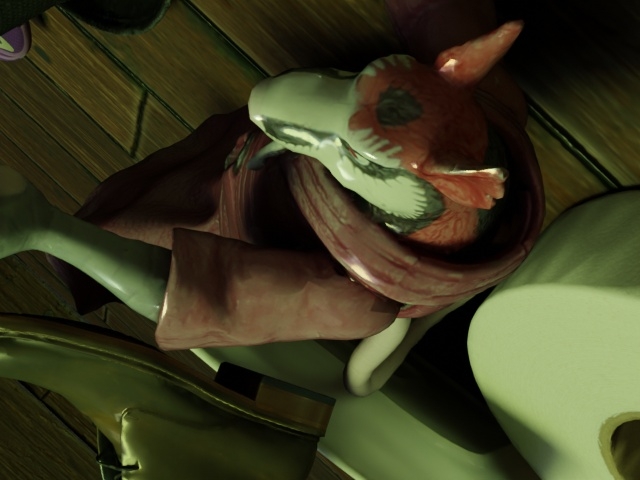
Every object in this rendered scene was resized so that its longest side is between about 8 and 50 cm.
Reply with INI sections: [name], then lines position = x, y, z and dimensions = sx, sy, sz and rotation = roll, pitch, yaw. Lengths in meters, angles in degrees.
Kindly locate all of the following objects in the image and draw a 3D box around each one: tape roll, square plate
[tape roll]
position = 0.250, 0.134, 0.535
dimensions = 0.392, 0.072, 0.392
rotation = 37, 161, 16
[square plate]
position = 0.018, 0.093, 0.798
dimensions = 0.347, 0.049, 0.344
rotation = 36, -174, 19

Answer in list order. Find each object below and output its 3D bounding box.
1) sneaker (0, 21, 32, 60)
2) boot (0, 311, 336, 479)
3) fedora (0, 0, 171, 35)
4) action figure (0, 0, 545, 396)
[sneaker]
position = -0.277, -0.200, 0.866
dimensions = 0.071, 0.068, 0.170
rotation = 50, 166, 24
[boot]
position = -0.100, 0.106, 0.557
dimensions = 0.219, 0.106, 0.082
rotation = 19, 173, -22
[fedora]
position = -0.241, -0.221, 0.625
dimensions = 0.334, 0.152, 0.334
rotation = 37, 161, 15
[action figure]
position = 0.000, 0.000, 0.472
dimensions = 0.276, 0.248, 0.370
rotation = 46, 165, -13
